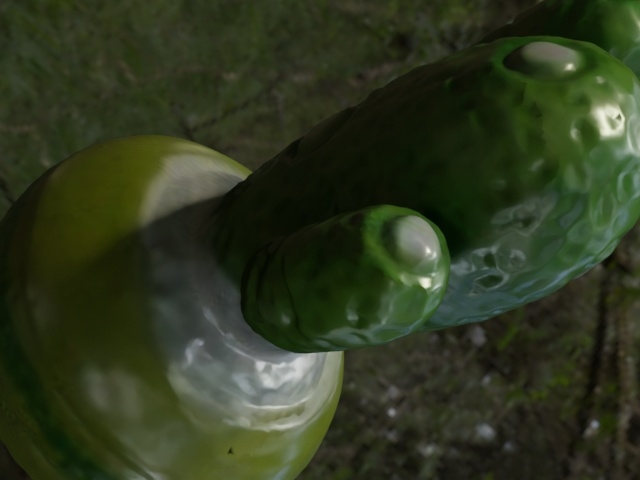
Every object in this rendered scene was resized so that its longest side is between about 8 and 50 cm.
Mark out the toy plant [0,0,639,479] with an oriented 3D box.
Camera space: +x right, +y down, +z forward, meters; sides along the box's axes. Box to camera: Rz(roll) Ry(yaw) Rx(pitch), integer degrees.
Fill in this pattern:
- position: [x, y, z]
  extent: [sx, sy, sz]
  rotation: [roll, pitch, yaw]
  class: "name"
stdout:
- position: [0.000, 0.000, 0.658]
  extent: [0.316, 0.184, 0.224]
  rotation: [-31, -170, 34]
  class: "toy plant"
